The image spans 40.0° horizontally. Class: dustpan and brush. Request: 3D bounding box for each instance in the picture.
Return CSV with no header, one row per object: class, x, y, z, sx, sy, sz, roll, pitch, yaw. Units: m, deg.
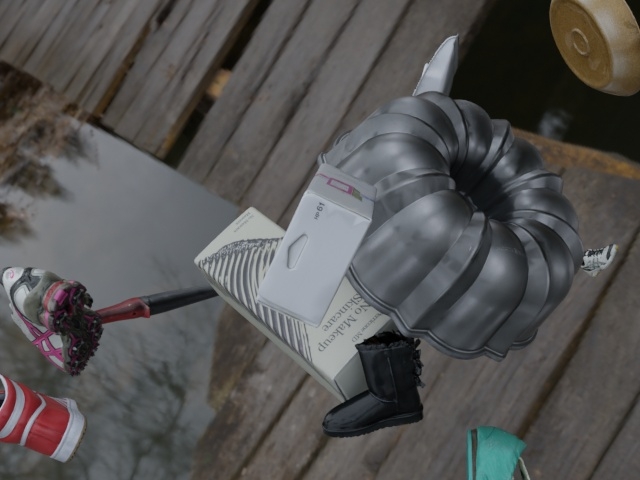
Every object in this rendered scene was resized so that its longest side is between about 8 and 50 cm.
dustpan and brush,0.148,-0.194,1.312,0.060,0.147,0.211,17,81,11

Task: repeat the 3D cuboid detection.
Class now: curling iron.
curling iron,-0.250,0.088,1.209,0.068,0.274,0.035,-52,53,44

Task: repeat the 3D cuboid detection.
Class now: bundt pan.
bundt pan,0.161,-0.036,0.985,0.124,0.330,0.331,-48,32,42

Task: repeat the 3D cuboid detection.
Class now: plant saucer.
plant saucer,0.158,-0.119,0.514,0.015,0.083,0.083,-29,36,-6

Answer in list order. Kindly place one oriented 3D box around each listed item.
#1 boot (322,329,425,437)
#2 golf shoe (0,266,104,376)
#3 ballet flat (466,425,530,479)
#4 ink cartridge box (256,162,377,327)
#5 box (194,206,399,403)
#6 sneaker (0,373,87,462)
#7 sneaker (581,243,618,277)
boot,0.055,0.153,0.941,0.121,0.099,0.045,-10,19,-4
golf shoe,-0.288,0.083,0.946,0.086,0.186,0.067,23,58,12
ballet flat,0.197,0.332,0.981,0.087,0.083,0.247,5,68,12
ink cartridge box,0.000,0.000,0.648,0.122,0.052,0.089,-64,0,-75
box,-0.025,0.077,1.072,0.113,0.094,0.275,-45,51,-14
sneaker,-0.202,0.119,0.599,0.118,0.067,0.042,-14,51,65
sneaker,0.406,0.026,1.292,0.032,0.037,0.083,-54,-6,-30
